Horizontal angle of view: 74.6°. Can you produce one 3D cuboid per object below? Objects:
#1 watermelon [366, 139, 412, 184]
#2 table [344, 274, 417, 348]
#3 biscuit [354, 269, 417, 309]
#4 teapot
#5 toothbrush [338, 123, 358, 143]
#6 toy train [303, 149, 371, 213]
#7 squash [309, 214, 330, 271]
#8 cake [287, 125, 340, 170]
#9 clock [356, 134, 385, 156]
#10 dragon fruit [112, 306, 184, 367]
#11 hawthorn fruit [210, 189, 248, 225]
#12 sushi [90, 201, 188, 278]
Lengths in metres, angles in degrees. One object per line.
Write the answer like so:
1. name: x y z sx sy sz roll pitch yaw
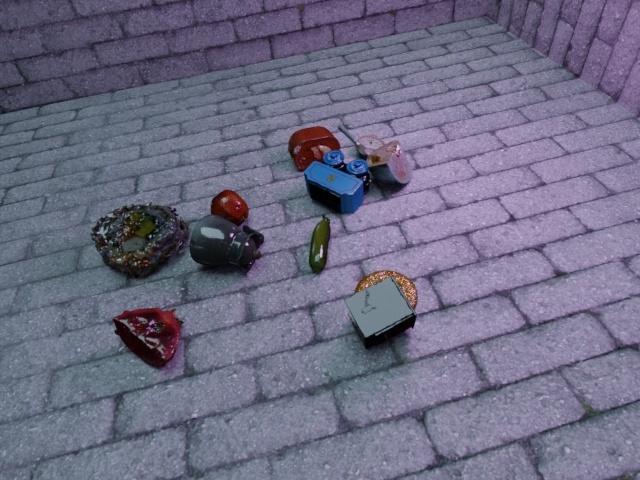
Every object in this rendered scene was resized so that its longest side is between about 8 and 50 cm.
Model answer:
1. watermelon: 0.336 -0.362 2.107 0.175 0.188 0.322 -12 24 36
2. table: 0.211 0.264 1.488 0.193 0.169 0.172 -25 62 -6
3. biscuit: 0.256 0.214 1.650 0.254 0.035 0.253 -4 47 5
4. teapot: -0.376 0.031 1.836 0.285 0.305 0.223 17 88 13
5. toothbrush: 0.183 -0.584 2.411 0.030 0.025 0.342 -2 41 -29
6. toy train: 0.091 -0.281 2.041 0.300 0.188 0.265 27 61 25
7. squash: 0.001 0.000 1.853 0.087 0.087 0.331 2 46 10
8. cake: -0.037 -0.501 2.260 0.283 0.176 0.150 -17 48 -10
9. clock: 0.270 -0.510 2.281 0.156 0.063 0.229 15 40 2
10. dragon fruit: -0.613 0.351 1.591 0.262 0.134 0.211 35 47 15
11. hawthorn fruit: -0.435 -0.146 1.999 0.174 0.173 0.179 -33 96 -21
12. sushi: -0.811 -0.024 1.919 0.418 0.175 0.417 -4 47 4
